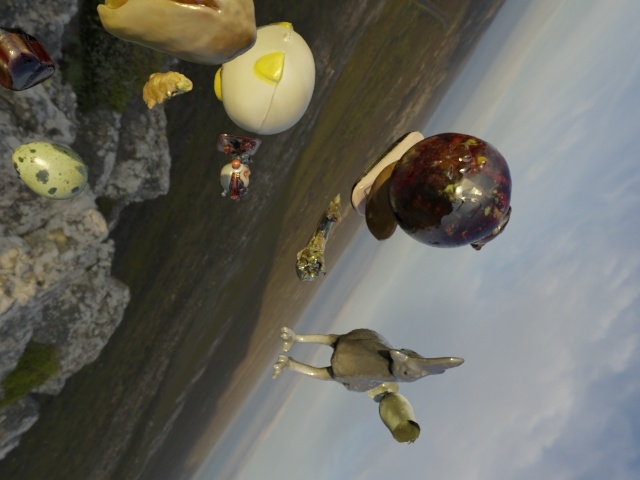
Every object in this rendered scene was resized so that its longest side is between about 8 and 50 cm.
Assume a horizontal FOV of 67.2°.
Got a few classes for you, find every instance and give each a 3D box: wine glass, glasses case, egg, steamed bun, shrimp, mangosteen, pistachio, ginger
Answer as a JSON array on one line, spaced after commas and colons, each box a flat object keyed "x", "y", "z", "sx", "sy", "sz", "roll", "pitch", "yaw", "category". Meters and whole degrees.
[{"x": 0.215, "y": 0.496, "z": 1.420, "sx": 0.103, "sy": 0.103, "sz": 0.222, "roll": -58, "pitch": -164, "yaw": 8, "category": "wine glass"}, {"x": 0.205, "y": -0.201, "z": 1.434, "sx": 0.314, "sy": 0.075, "sz": 0.122, "roll": -44, "pitch": 135, "yaw": -16, "category": "glasses case"}, {"x": -0.872, "y": -0.229, "z": 1.560, "sx": 0.228, "sy": 0.177, "sz": 0.177, "roll": 34, "pitch": 88, "yaw": -44, "category": "egg"}, {"x": -0.171, "y": -0.521, "z": 1.568, "sx": 0.334, "sy": 0.333, "sz": 0.374, "roll": 117, "pitch": -19, "yaw": -46, "category": "steamed bun"}, {"x": 0.000, "y": 0.000, "z": 1.235, "sx": 0.360, "sy": 0.085, "sz": 0.247, "roll": -80, "pitch": -167, "yaw": -78, "category": "shrimp"}, {"x": 0.261, "y": -0.071, "z": 0.952, "sx": 0.231, "sy": 0.231, "sz": 0.289, "roll": -55, "pitch": 139, "yaw": -20, "category": "mangosteen"}, {"x": -0.248, "y": -0.410, "z": 0.861, "sx": 0.197, "sy": 0.287, "sz": 0.167, "roll": 11, "pitch": 96, "yaw": -82, "category": "pistachio"}, {"x": -0.484, "y": -0.464, "z": 1.470, "sx": 0.115, "sy": 0.205, "sz": 0.081, "roll": -45, "pitch": 129, "yaw": -27, "category": "ginger"}]

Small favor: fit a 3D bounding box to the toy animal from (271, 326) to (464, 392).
[{"x": 0.039, "y": 0.162, "z": 0.663, "sx": 0.367, "sy": 0.205, "sz": 0.081, "roll": 98, "pitch": -4, "yaw": -77, "category": "toy animal"}]

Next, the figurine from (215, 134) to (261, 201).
[{"x": -0.323, "y": -0.263, "z": 1.851, "sx": 0.183, "sy": 0.160, "sz": 0.227, "roll": 151, "pitch": -58, "yaw": -70, "category": "figurine"}]

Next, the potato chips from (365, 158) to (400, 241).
[{"x": 0.149, "y": -0.098, "z": 1.159, "sx": 0.208, "sy": 0.061, "sz": 0.196, "roll": 136, "pitch": -38, "yaw": -66, "category": "potato chips"}]

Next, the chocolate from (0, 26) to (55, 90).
[{"x": -0.645, "y": -0.376, "z": 1.031, "sx": 0.125, "sy": 0.080, "sz": 0.148, "roll": -46, "pitch": 179, "yaw": 3, "category": "chocolate"}]
